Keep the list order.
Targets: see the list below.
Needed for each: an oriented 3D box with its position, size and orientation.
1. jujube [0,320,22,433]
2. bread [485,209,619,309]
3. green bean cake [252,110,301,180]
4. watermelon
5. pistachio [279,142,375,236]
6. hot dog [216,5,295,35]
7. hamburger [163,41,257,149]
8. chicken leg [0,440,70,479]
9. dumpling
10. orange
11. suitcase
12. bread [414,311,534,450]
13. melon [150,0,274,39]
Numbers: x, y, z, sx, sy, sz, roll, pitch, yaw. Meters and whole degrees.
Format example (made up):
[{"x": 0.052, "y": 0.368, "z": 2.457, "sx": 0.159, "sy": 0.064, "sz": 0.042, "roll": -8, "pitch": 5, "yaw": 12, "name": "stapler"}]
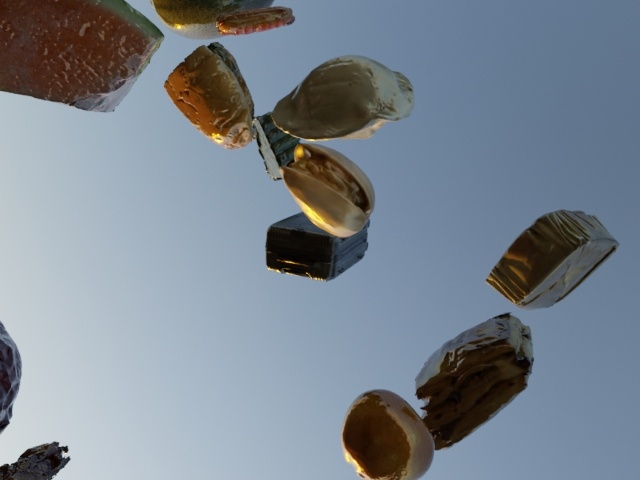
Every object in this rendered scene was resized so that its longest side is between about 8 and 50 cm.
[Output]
[{"x": -0.509, "y": 0.186, "z": 0.697, "sx": 0.290, "sy": 0.197, "sz": 0.197, "roll": 37, "pitch": -61, "yaw": 60, "name": "jujube"}, {"x": 0.453, "y": 0.036, "z": 1.010, "sx": 0.210, "sy": 0.192, "sz": 0.110, "roll": -59, "pitch": -135, "yaw": 34, "name": "bread"}, {"x": -0.134, "y": -0.293, "z": 1.569, "sx": 0.208, "sy": 0.107, "sz": 0.193, "roll": 62, "pitch": -14, "yaw": -16, "name": "green bean cake"}, {"x": -0.298, "y": -0.196, "z": 0.545, "sx": 0.146, "sy": 0.231, "sz": 0.128, "roll": -1, "pitch": -97, "yaw": 63, "name": "watermelon"}, {"x": 0.019, "y": -0.105, "z": 1.075, "sx": 0.157, "sy": 0.229, "sz": 0.157, "roll": -39, "pitch": -154, "yaw": 23, "name": "pistachio"}, {"x": -0.113, "y": -0.389, "z": 0.911, "sx": 0.062, "sy": 0.144, "sz": 0.038, "roll": -129, "pitch": -151, "yaw": -54, "name": "hot dog"}, {"x": -0.211, "y": -0.282, "z": 1.052, "sx": 0.155, "sy": 0.135, "sz": 0.207, "roll": -2, "pitch": -62, "yaw": 63, "name": "hamburger"}, {"x": -0.249, "y": 0.192, "z": 0.425, "sx": 0.036, "sy": 0.083, "sz": 0.021, "roll": 38, "pitch": -63, "yaw": 30, "name": "chicken leg"}, {"x": 0.041, "y": -0.224, "z": 0.860, "sx": 0.131, "sy": 0.252, "sz": 0.179, "roll": 83, "pitch": -2, "yaw": -46, "name": "dumpling"}, {"x": 0.103, "y": 0.323, "z": 0.831, "sx": 0.136, "sy": 0.159, "sz": 0.159, "roll": -42, "pitch": -125, "yaw": -11, "name": "orange"}, {"x": 0.000, "y": 0.000, "z": 1.330, "sx": 0.202, "sy": 0.312, "sz": 0.128, "roll": 10, "pitch": -74, "yaw": 22, "name": "suitcase"}, {"x": 0.359, "y": 0.321, "z": 1.250, "sx": 0.167, "sy": 0.277, "sz": 0.324, "roll": 41, "pitch": -67, "yaw": 6, "name": "bread"}, {"x": -0.236, "y": -0.578, "z": 1.137, "sx": 0.237, "sy": 0.302, "sz": 0.237, "roll": 54, "pitch": -13, "yaw": 18, "name": "melon"}]
